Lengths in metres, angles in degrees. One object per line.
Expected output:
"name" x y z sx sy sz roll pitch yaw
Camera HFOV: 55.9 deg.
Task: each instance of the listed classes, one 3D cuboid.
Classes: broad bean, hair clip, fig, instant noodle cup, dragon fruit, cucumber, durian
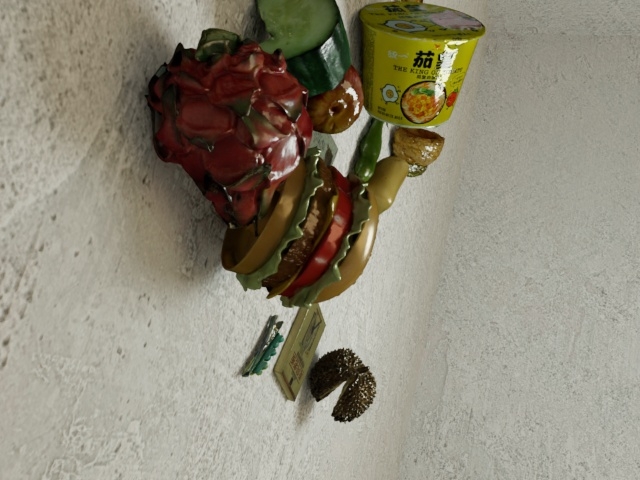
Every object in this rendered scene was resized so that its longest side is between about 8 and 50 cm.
"broad bean" 0.156 -0.276 1.745 0.098 0.056 0.318 62 39 -30
"hair clip" -0.113 0.230 1.277 0.173 0.049 0.049 -61 152 -45
"fig" -0.011 -0.301 1.179 0.148 0.202 0.149 -56 167 13
"instant noodle cup" 0.247 -0.462 1.598 0.325 0.326 0.254 -54 156 -51
"dragon fruit" -0.127 -0.142 0.848 0.234 0.234 0.293 -43 147 -59
"cucumber" -0.036 -0.356 1.053 0.130 0.191 0.191 60 43 -72
"durian" 0.066 0.377 1.596 0.167 0.196 0.196 -63 154 -55

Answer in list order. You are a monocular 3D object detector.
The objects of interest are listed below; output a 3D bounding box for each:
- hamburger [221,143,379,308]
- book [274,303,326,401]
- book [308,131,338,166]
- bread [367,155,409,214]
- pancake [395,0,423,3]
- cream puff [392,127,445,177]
"hamburger" -0.022 -0.015 1.023 0.274 0.212 0.274 -49 -154 35
"book" -0.046 0.262 1.496 0.161 0.026 0.230 74 32 -49
"book" -0.054 -0.119 1.304 0.264 0.031 0.379 58 45 -59
"bread" 0.170 -0.160 1.759 0.147 0.098 0.217 -41 -166 46
"pancake" 0.268 -0.744 1.852 0.244 0.057 0.265 -6 105 -68
"cream puff" 0.318 -0.288 2.051 0.183 0.183 0.168 -40 148 -60
